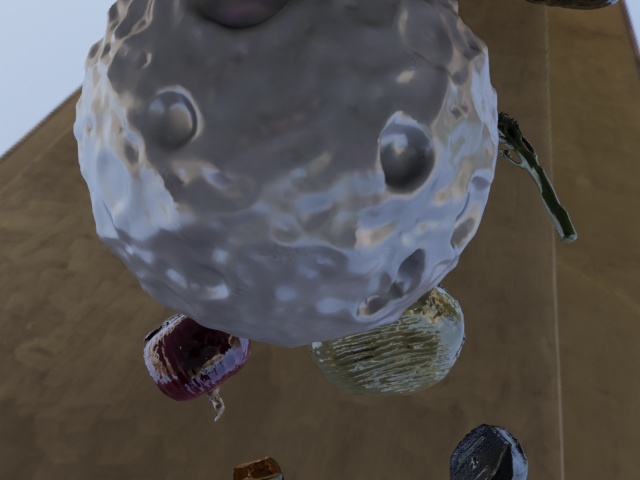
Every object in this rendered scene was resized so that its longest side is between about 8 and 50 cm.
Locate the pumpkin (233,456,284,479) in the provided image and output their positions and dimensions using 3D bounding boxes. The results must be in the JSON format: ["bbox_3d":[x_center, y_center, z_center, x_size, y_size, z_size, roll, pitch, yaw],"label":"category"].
[{"bbox_3d":[-0.131,0.547,1.379,0.119,0.107,0.183,-5,174,-6],"label":"pumpkin"}]

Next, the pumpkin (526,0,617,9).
[{"bbox_3d":[0.361,-0.381,0.897,0.279,0.111,0.163,8,-157,-45],"label":"pumpkin"}]

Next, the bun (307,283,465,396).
[{"bbox_3d":[0.129,0.182,1.356,0.326,0.362,0.234,-39,-149,15],"label":"bun"}]

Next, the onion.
[{"bbox_3d":[-0.295,0.277,1.567,0.273,0.230,0.256,35,-103,-3],"label":"onion"}]

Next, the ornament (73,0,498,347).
[{"bbox_3d":[-0.023,-0.068,0.523,0.338,0.336,0.337,0,-142,0],"label":"ornament"}]

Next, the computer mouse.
[{"bbox_3d":[0.197,0.269,0.736,0.057,0.099,0.172,40,-172,1],"label":"computer mouse"}]

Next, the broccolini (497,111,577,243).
[{"bbox_3d":[0.438,-0.137,1.355,0.079,0.073,0.391,-7,-129,-4],"label":"broccolini"}]
